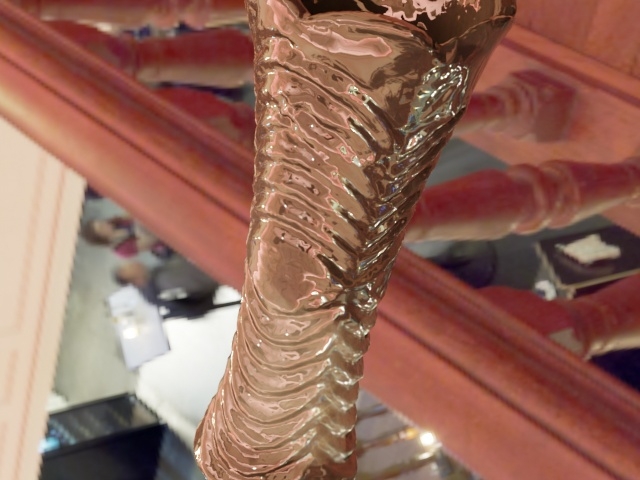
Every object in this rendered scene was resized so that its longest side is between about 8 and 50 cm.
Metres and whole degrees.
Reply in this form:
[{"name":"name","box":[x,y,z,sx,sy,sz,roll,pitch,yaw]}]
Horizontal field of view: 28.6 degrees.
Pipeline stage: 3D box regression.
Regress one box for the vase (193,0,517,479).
[{"name":"vase","box":[0.000,0.000,0.525,0.115,0.115,0.237,38,128,37]}]
